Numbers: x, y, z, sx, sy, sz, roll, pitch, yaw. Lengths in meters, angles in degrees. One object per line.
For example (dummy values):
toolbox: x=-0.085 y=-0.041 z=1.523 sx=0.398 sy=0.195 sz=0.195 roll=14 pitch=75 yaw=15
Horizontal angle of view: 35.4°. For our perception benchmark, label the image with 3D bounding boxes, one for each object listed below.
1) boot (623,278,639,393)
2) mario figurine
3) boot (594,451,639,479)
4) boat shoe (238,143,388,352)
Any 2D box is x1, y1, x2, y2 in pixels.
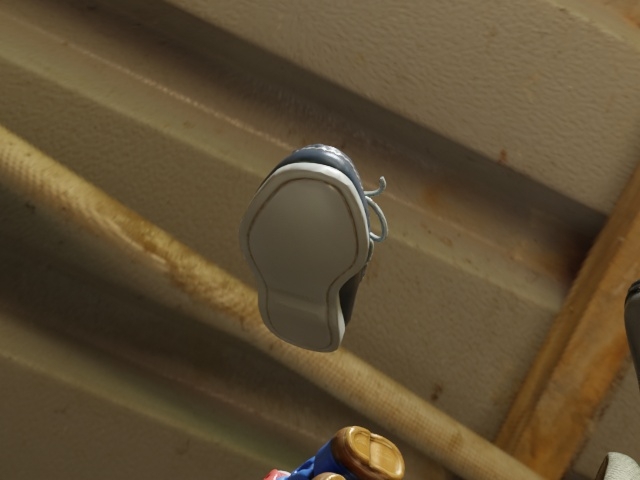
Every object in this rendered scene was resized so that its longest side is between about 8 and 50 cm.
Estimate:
boot: x=0.245 y=0.158 z=0.646 sx=0.083 sy=0.161 sz=0.246 roll=-9 pitch=-65 yaw=37
mario figurine: x=-0.037 y=0.312 z=1.029 sx=0.320 sy=0.198 sz=0.170 roll=-36 pitch=-112 yaw=40
boot: x=0.134 y=0.154 z=0.285 sx=0.165 sy=0.213 sz=0.077 roll=24 pitch=-60 yaw=12
boat shoe: x=0.000 y=0.000 z=0.742 sx=0.095 sy=0.254 sz=0.079 roll=13 pitch=-119 yaw=11
